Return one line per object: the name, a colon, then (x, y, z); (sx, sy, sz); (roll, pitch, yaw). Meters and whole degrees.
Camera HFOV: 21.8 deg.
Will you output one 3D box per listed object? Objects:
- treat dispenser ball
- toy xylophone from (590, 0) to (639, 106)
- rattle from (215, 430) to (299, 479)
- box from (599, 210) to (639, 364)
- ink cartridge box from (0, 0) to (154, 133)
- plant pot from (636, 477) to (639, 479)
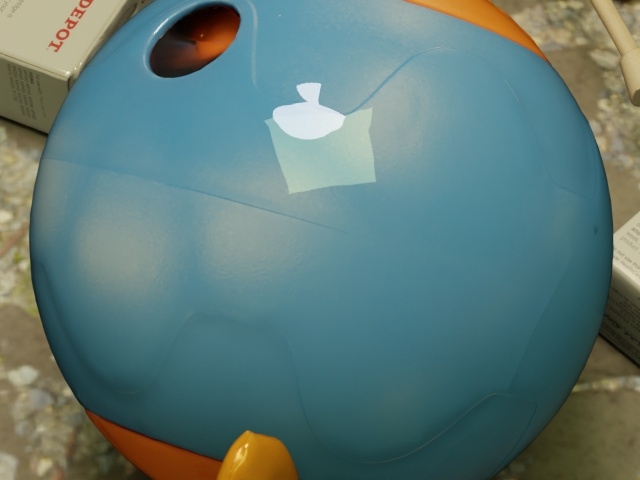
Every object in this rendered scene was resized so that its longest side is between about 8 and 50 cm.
treat dispenser ball: (0.000, 0.000, 0.827); (0.288, 0.288, 0.288); (1, 56, -2)
toy xylophone: (0.262, -0.177, 1.083); (0.236, 0.081, 0.323); (-11, 57, -10)
rattle: (-0.082, 0.146, 0.757); (0.130, 0.143, 0.199); (-46, 33, -18)
box: (0.241, 0.023, 0.952); (0.137, 0.072, 0.126); (-38, 65, -24)
ink cartridge box: (-0.201, -0.152, 1.050); (0.175, 0.072, 0.127); (22, 57, 12)
plant pot: (0.193, 0.160, 0.856); (0.081, 0.081, 0.083); (-30, 50, -21)
